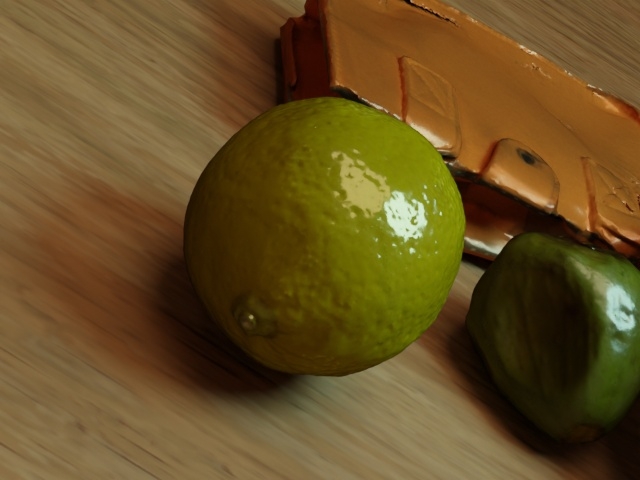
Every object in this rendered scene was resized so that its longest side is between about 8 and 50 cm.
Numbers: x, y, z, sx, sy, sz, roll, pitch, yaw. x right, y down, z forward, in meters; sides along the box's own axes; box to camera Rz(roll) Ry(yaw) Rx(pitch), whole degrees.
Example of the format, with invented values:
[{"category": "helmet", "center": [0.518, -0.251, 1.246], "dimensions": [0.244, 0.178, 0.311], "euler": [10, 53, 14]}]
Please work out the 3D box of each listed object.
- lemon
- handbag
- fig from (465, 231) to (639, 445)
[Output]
[{"category": "lemon", "center": [0.000, 0.000, 0.783], "dimensions": [0.178, 0.178, 0.203], "euler": [39, 41, 4]}, {"category": "handbag", "center": [0.155, -0.099, 1.150], "dimensions": [0.410, 0.116, 0.303], "euler": [24, 32, -21]}, {"category": "fig", "center": [0.185, 0.071, 0.927], "dimensions": [0.165, 0.144, 0.154], "euler": [-95, 162, -44]}]
